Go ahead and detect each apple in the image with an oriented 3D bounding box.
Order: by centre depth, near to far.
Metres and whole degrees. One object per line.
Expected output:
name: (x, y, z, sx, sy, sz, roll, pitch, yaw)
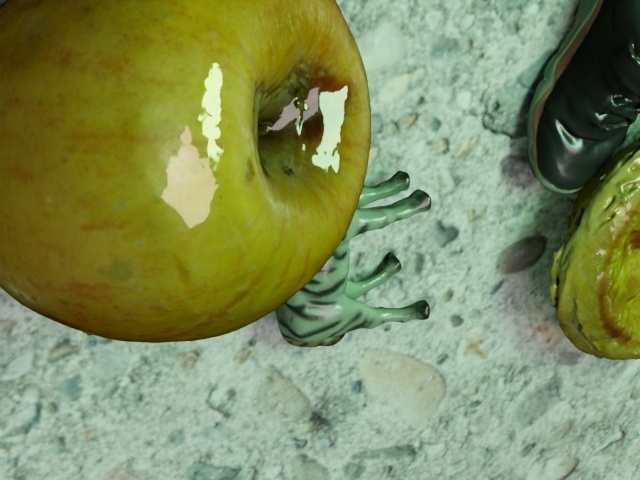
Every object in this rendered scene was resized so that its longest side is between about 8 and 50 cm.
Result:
apple: (-0.118, -0.074, 0.956, 0.299, 0.275, 0.299, -15, 109, -50)

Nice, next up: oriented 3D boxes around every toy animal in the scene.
toy animal: (0.015, -0.010, 1.195, 0.170, 0.090, 0.255, -27, 127, -6)

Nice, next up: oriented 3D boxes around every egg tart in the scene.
egg tart: (0.344, -0.013, 1.357, 0.295, 0.116, 0.294, -16, 130, -21)

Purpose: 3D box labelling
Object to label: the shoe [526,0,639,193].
shoe: (0.288, -0.161, 1.212, 0.114, 0.137, 0.291, 3, 120, -30)
